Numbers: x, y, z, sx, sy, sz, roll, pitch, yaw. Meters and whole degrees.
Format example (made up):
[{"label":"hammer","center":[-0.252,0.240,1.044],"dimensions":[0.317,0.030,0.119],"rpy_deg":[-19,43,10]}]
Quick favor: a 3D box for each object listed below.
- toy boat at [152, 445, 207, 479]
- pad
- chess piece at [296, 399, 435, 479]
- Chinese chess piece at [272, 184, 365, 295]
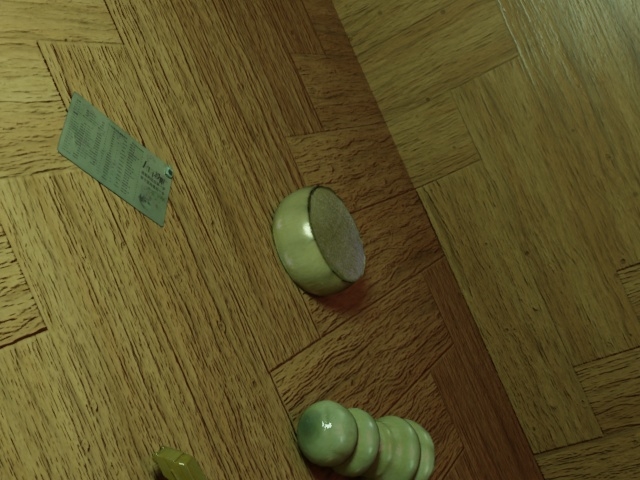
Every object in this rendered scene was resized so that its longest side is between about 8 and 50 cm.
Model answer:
[{"label":"toy boat","center":[-0.212,0.423,1.317],"dimensions":[0.200,0.077,0.057],"rpy_deg":[62,15,-2]},{"label":"pad","center":[-0.378,-0.152,1.549],"dimensions":[0.265,0.009,0.159],"rpy_deg":[40,38,-39]},{"label":"chess piece","center":[0.082,0.438,1.747],"dimensions":[0.330,0.182,0.182],"rpy_deg":[30,44,-40]},{"label":"Chinese chess piece","center":[0.000,0.000,1.981],"dimensions":[0.270,0.112,0.269],"rpy_deg":[41,37,-41]}]
